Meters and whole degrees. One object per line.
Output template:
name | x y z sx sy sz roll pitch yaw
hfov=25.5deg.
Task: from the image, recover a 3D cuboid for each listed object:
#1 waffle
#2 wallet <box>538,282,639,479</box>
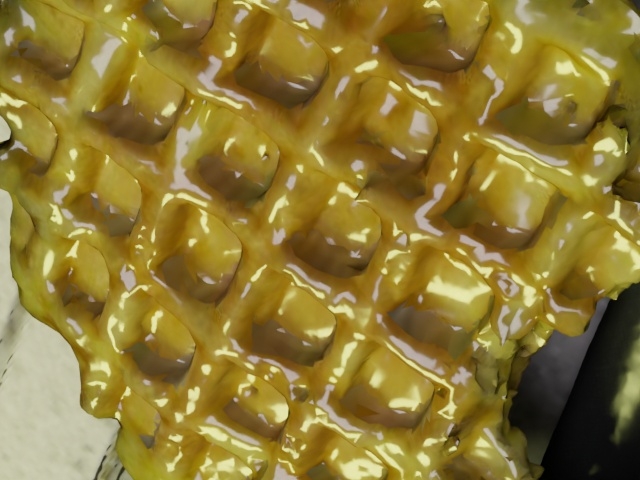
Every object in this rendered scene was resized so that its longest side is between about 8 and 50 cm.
waffle | 0.000 -0.009 0.498 0.281 0.058 0.301 13 118 25
wallet | 0.150 0.109 0.527 0.149 0.044 0.250 20 118 5
